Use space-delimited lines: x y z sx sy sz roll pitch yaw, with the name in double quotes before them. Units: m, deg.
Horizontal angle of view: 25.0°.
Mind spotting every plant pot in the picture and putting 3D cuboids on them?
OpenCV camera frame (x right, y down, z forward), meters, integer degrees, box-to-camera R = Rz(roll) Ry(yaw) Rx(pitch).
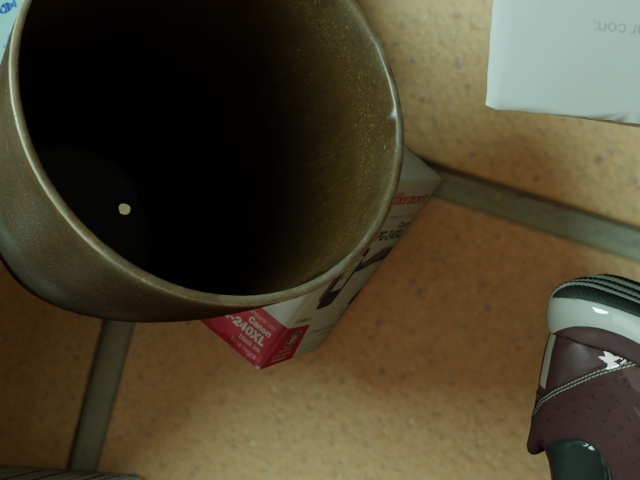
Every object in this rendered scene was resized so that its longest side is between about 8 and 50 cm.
"plant pot" -0.104 -0.039 0.817 0.230 0.215 0.215 -31 78 56

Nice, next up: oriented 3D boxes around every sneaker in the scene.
"sneaker" 0.245 0.137 0.835 0.281 0.106 0.163 23 105 31

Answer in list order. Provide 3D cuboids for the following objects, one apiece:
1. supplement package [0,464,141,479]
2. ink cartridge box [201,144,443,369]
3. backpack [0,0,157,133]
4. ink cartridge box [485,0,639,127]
"supplement package" -0.261 0.234 1.017 0.244 0.134 0.139 1 92 23
"ink cartridge box" 0.000 0.000 0.916 0.063 0.109 0.150 40 105 14
"backpack" -0.141 -0.211 0.935 0.225 0.191 0.254 -26 76 24
"ink cartridge box" 0.182 -0.270 0.670 0.160 0.279 0.385 7 116 11
